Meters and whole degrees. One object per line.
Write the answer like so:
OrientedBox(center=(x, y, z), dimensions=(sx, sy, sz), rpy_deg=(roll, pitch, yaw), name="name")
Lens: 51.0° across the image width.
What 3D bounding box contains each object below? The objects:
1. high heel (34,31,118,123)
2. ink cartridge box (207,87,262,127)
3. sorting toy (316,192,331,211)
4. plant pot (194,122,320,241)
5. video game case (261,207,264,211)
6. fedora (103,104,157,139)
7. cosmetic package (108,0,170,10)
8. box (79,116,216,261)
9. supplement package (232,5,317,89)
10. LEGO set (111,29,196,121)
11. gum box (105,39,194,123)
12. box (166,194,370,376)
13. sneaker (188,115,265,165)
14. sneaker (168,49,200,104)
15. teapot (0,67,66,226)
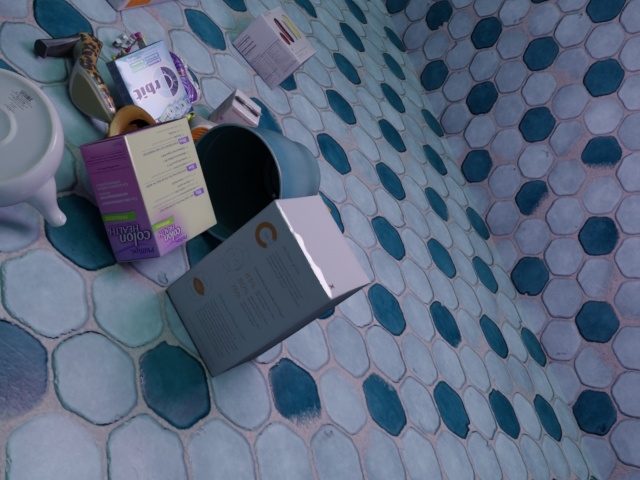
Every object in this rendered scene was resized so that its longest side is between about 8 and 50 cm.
OrientedBox(center=(-0.503, -0.377, 1.545), dimensions=(0.261, 0.093, 0.186), rpy_deg=(48, 33, 3), name="high heel")
OrientedBox(center=(-0.232, -0.333, 1.831), dimensions=(0.092, 0.143, 0.090), rpy_deg=(37, 34, -27), name="ink cartridge box")
OrientedBox(center=(-0.041, -0.124, 1.822), dimensions=(0.193, 0.038, 0.208), rpy_deg=(37, -12, 29), name="sorting toy")
OrientedBox(center=(-0.139, -0.145, 1.614), dimensions=(0.272, 0.271, 0.255), rpy_deg=(59, 30, 8), name="plant pot")
OrientedBox(center=(-0.082, 0.044, 1.685), dimensions=(0.227, 0.026, 0.206), rpy_deg=(29, 45, -10), name="video game case")
OrientedBox(center=(-0.420, -0.200, 1.469), dimensions=(0.194, 0.079, 0.195), rpy_deg=(27, 59, -60), name="fedora")
OrientedBox(center=(-0.451, -0.822, 1.945), dimensions=(0.161, 0.230, 0.453), rpy_deg=(50, 31, -7), name="cosmetic package")
OrientedBox(center=(-0.345, -0.108, 1.377), dimensions=(0.213, 0.117, 0.243), rpy_deg=(-42, 121, -60), name="box")
OrientedBox(center=(-0.150, -0.655, 2.273), dimensions=(0.203, 0.149, 0.194), rpy_deg=(49, 30, -11), name="supplement package")
OrientedBox(center=(-0.413, -0.418, 1.700), dimensions=(0.287, 0.107, 0.132), rpy_deg=(52, 30, -4), name="LEGO set")
OrientedBox(center=(-0.404, -0.365, 1.608), dimensions=(0.157, 0.041, 0.184), rpy_deg=(-40, 120, -40), name="gum box")
OrientedBox(center=(-0.111, 0.092, 1.362), dimensions=(0.168, 0.345, 0.215), rpy_deg=(-14, 71, -58), name="box")
OrientedBox(center=(-0.239, -0.245, 1.762), dimensions=(0.262, 0.099, 0.121), rpy_deg=(35, 21, -39), name="sneaker")
OrientedBox(center=(-0.388, -0.439, 1.803), dimensions=(0.170, 0.068, 0.071), rpy_deg=(54, 36, 0), name="sneaker")
OrientedBox(center=(-0.571, -0.162, 1.152), dimensions=(0.252, 0.187, 0.256), rpy_deg=(-1, 74, -24), name="teapot")
